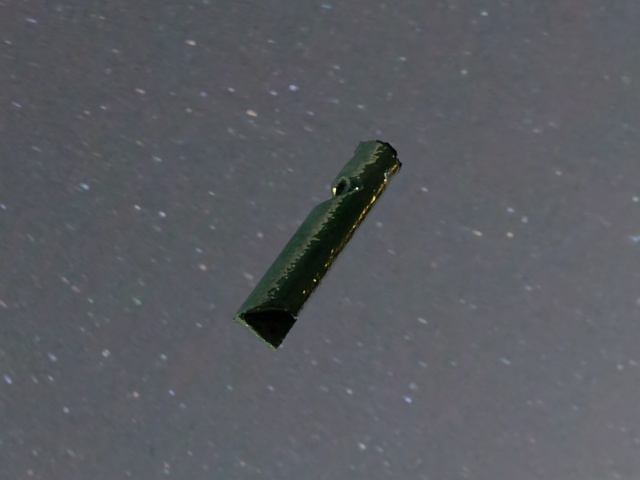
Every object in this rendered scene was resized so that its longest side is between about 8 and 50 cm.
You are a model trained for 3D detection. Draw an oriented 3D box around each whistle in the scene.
[{"bbox_3d":[0.000,0.000,0.911,0.039,0.039,0.186,59,-134,-27],"label":"whistle"}]
